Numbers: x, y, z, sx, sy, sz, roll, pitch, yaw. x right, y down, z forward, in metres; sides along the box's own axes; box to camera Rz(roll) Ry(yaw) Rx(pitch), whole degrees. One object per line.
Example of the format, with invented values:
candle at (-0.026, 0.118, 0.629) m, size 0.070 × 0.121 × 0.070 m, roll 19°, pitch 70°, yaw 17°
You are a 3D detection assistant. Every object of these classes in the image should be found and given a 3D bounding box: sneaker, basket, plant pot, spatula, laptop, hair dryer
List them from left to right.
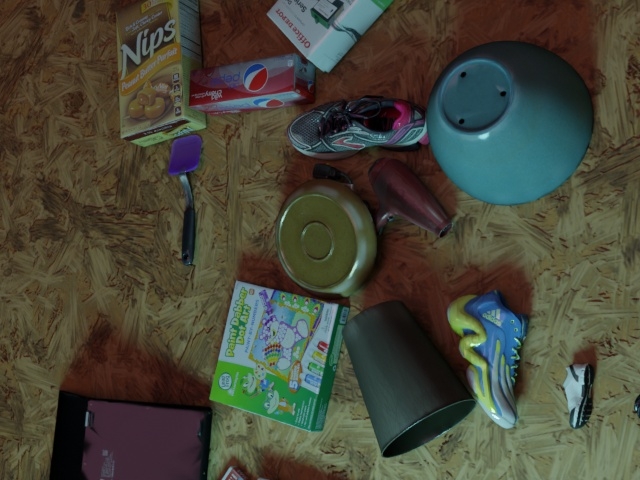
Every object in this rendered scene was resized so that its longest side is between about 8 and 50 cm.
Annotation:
laptop at (-0.423, 0.527, 1.917) m, size 0.407 × 0.236 × 0.382 m, roll 3°, pitch 83°, yaw 5°
spatula at (-0.289, -0.090, 1.953) m, size 0.084 × 0.030 × 0.297 m, roll -11°, pitch 76°, yaw 26°
plant pot at (0.000, 0.000, 1.726) m, size 0.236 × 0.032 × 0.236 m, roll 7°, pitch 101°, yaw 35°
sneaker at (0.064, -0.229, 1.727) m, size 0.299 × 0.112 × 0.121 m, roll -4°, pitch 79°, yaw 30°
hair dryer at (0.117, -0.045, 1.704) m, size 0.293 × 0.080 × 0.224 m, roll 1°, pitch 98°, yaw 36°
basket at (0.141, 0.232, 1.583) m, size 0.204 × 0.154 × 0.227 m, roll -45°, pitch 58°, yaw 34°
plant pot at (0.299, -0.221, 1.541) m, size 0.290 × 0.195 × 0.290 m, roll -6°, pitch 78°, yaw 29°
sneaker at (0.306, 0.189, 1.527) m, size 0.126 × 0.091 × 0.240 m, roll -30°, pitch 67°, yaw 22°
sneaker at (0.422, 0.255, 1.484) m, size 0.043 × 0.040 × 0.109 m, roll 1°, pitch 78°, yaw 47°

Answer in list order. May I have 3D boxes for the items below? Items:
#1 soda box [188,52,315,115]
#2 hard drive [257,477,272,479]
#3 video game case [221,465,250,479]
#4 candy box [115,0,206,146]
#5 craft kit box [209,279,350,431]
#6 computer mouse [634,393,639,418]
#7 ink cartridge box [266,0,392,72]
soda box at (-0.144, -0.320, 1.874) m, size 0.263 × 0.092 × 0.084 m, roll -3°, pitch 81°, yaw 29°
hard drive at (0.000, 0.570, 1.641) m, size 0.307 × 0.040 × 0.203 m, roll 8°, pitch 77°, yaw 27°
video game case at (-0.129, 0.608, 1.744) m, size 0.285 × 0.025 × 0.204 m, roll 38°, pitch 101°, yaw 29°
candy box at (-0.359, -0.386, 2.011) m, size 0.182 × 0.087 × 0.317 m, roll -12°, pitch 76°, yaw 28°
craft kit box at (-0.083, 0.222, 1.769) m, size 0.246 × 0.061 × 0.250 m, roll 10°, pitch 86°, yaw 34°
computer mouse at (0.607, 0.329, 1.347) m, size 0.188 × 0.072 × 0.272 m, roll -29°, pitch 56°, yaw 25°
ink cartridge box at (0.022, -0.474, 1.804) m, size 0.219 × 0.092 × 0.160 m, roll -47°, pitch 62°, yaw 15°
